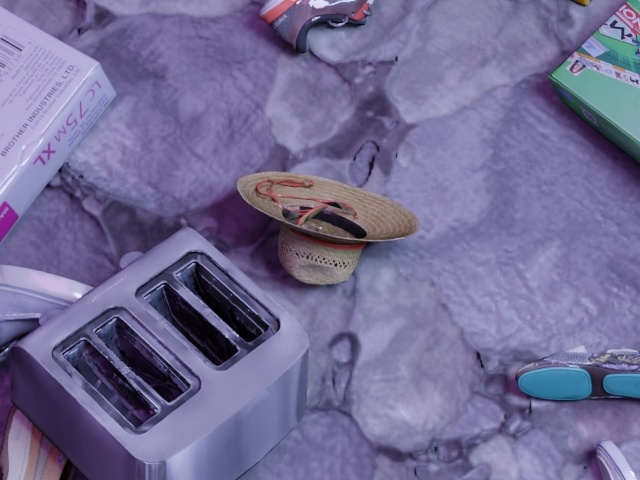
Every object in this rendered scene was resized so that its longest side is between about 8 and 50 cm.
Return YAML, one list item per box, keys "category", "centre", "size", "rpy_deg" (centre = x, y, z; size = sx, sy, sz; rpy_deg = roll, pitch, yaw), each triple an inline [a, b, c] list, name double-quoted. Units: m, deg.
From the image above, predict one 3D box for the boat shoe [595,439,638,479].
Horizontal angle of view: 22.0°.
- category: "boat shoe"
  centre: [0.210, 0.188, 1.143]
  size: [0.035, 0.035, 0.100]
  rpy_deg: [-23, 71, -3]

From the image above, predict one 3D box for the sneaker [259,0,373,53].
- category: "sneaker"
  centre: [0.026, -0.210, 1.351]
  size: [0.158, 0.061, 0.065]
  rpy_deg: [-37, 92, -6]

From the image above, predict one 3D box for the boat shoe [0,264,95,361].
- category: "boat shoe"
  centre: [-0.271, 0.063, 1.271]
  size: [0.227, 0.079, 0.081]
  rpy_deg: [3, 76, 17]

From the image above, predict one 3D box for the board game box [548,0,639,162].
- category: "board game box"
  centre: [0.349, -0.102, 1.190]
  size: [0.213, 0.046, 0.317]
  rpy_deg: [-44, 54, -1]

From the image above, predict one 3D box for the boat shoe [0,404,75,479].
- category: "boat shoe"
  centre: [-0.205, 0.209, 1.196]
  size: [0.072, 0.068, 0.190]
  rpy_deg: [6, 67, 0]

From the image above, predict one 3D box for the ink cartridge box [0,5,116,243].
- category: "ink cartridge box"
  centre: [-0.346, -0.132, 1.373]
  size: [0.311, 0.065, 0.186]
  rpy_deg: [31, 75, 19]

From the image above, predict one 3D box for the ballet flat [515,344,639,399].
- category: "ballet flat"
  centre: [0.199, 0.094, 1.188]
  size: [0.114, 0.041, 0.041]
  rpy_deg: [1, 67, 11]

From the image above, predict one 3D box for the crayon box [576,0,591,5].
- category: "crayon box"
  centre: [0.097, -0.376, 1.230]
  size: [0.313, 0.363, 0.106]
  rpy_deg: [33, 76, 22]

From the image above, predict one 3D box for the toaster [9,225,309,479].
- category: "toaster"
  centre: [-0.110, 0.103, 1.176]
  size: [0.168, 0.110, 0.185]
  rpy_deg: [-36, 64, -27]

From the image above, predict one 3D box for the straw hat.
- category: "straw hat"
  centre: [0.000, 0.000, 1.246]
  size: [0.144, 0.144, 0.061]
  rpy_deg: [19, 109, 18]
